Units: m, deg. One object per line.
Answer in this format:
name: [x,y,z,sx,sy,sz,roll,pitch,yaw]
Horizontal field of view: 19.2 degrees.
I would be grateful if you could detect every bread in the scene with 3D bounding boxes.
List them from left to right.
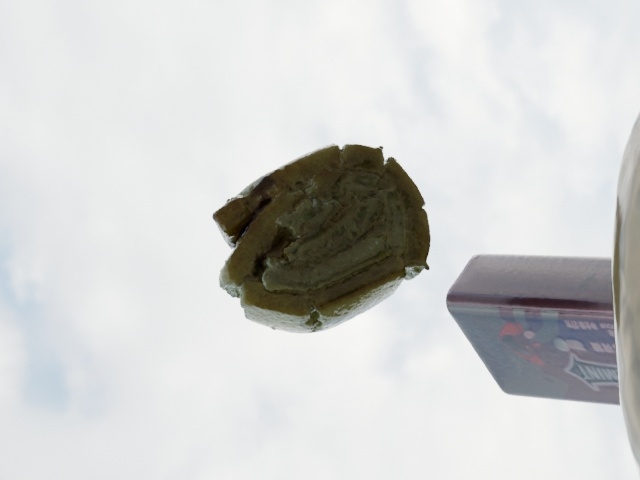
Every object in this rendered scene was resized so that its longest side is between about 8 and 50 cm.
bread: [0.000,0.000,1.321,0.156,0.064,0.117,-31,-95,-16]

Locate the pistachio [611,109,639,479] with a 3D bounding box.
pistachio: [0.222,0.013,0.935,0.162,0.181,0.293,10,-118,-11]

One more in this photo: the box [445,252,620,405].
box: [0.207,0.066,1.366,0.120,0.224,0.069,54,-124,-29]
